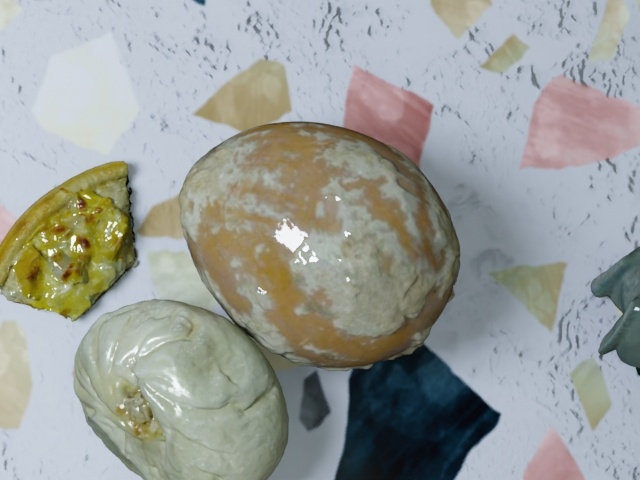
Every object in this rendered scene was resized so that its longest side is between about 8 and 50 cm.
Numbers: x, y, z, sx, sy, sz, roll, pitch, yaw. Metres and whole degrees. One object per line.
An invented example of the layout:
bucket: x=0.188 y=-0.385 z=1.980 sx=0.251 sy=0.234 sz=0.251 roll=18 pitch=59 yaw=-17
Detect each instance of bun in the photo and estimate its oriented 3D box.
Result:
bun: x=-0.118 y=0.135 z=1.374 sx=0.188 sy=0.164 sz=0.111 roll=56 pitch=35 yaw=-9

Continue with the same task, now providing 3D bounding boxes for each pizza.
pizza: x=-0.205 y=0.004 z=1.423 sx=0.160 sy=0.036 sz=0.099 roll=-43 pitch=97 yaw=-18

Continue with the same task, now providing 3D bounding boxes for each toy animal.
toy animal: x=0.377 y=0.095 z=1.563 sx=0.251 sy=0.127 sz=0.125 roll=24 pitch=73 yaw=-18

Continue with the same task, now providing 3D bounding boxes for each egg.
egg: x=0.000 y=0.000 z=1.406 sx=0.245 sy=0.203 sz=0.203 roll=30 pitch=74 yaw=-3
